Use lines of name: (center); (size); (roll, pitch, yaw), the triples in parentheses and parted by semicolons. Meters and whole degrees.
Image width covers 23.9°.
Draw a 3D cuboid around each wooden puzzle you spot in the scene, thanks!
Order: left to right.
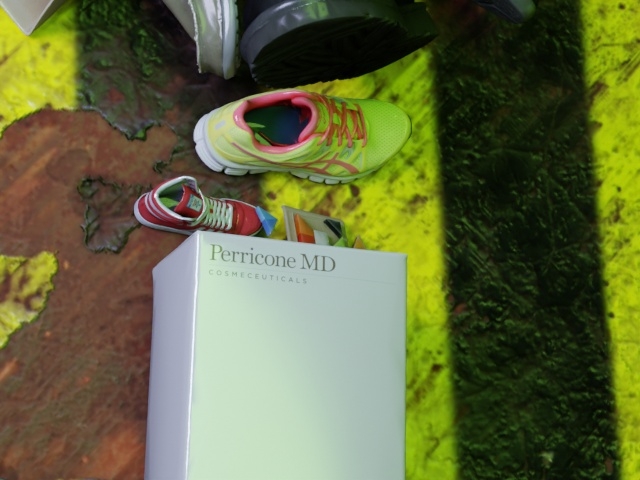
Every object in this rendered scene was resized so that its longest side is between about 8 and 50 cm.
wooden puzzle: (0.000, 0.000, 1.375); (0.116, 0.014, 0.079); (8, 48, -36)

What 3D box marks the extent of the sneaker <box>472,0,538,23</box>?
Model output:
sneaker: (0.151, -0.319, 1.463); (0.130, 0.087, 0.227); (-40, 78, -8)

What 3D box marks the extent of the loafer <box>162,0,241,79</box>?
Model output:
loafer: (-0.135, -0.256, 1.380); (0.087, 0.094, 0.251); (-17, 75, -5)

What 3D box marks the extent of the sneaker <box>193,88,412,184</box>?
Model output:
sneaker: (-0.004, -0.099, 1.378); (0.208, 0.094, 0.082); (-7, 78, -24)

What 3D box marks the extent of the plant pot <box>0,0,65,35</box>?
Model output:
plant pot: (-0.241, -0.266, 1.330); (0.109, 0.109, 0.096); (51, 52, -2)

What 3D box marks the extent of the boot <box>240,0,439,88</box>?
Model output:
boot: (-0.024, -0.273, 1.321); (0.131, 0.348, 0.260); (-24, 89, 15)

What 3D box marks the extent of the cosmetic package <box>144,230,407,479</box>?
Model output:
cosmetic package: (-0.041, 0.191, 1.258); (0.196, 0.155, 0.366); (5, 76, -18)

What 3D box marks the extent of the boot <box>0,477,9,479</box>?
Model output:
boot: (-0.248, 0.305, 1.181); (0.161, 0.083, 0.247); (25, 71, -34)

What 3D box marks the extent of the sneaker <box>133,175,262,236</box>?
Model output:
sneaker: (-0.100, -0.027, 1.337); (0.118, 0.067, 0.042); (6, 75, -19)
